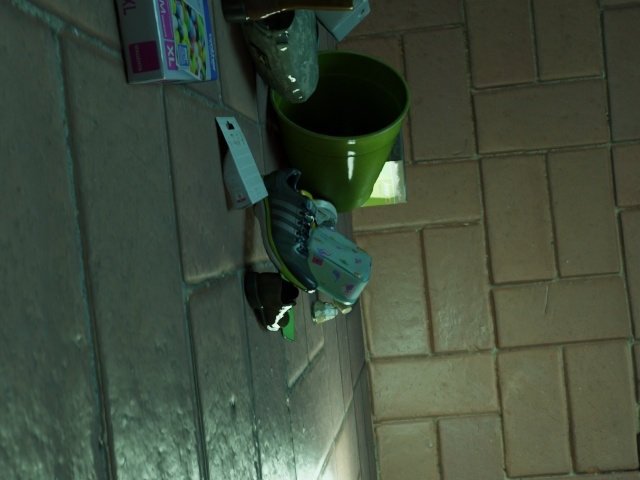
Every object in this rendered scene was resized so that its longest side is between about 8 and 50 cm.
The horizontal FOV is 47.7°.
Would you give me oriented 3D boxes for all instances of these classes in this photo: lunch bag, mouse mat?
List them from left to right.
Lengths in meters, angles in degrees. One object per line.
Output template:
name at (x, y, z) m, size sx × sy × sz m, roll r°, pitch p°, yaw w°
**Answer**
lunch bag at (-0.092, -0.491, 1.675) m, size 0.235 × 0.169 × 0.287 m, roll 73°, pitch 9°, yaw -58°
mouse mat at (-0.086, 0.160, 1.850) m, size 0.152 × 0.007 × 0.190 m, roll 57°, pitch 29°, yaw -72°
lunch bag at (0.026, 0.057, 2.007) m, size 0.108 × 0.224 × 0.279 m, roll -59°, pitch -176°, yaw 16°

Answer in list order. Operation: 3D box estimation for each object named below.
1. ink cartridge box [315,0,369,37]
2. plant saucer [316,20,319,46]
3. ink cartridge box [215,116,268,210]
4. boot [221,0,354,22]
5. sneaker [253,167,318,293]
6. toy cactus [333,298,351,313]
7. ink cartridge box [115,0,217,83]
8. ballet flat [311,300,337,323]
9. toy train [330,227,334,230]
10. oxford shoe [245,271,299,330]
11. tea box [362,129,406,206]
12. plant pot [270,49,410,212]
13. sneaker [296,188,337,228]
ink cartridge box at (-0.021, -0.688, 1.908) m, size 0.306 × 0.131 × 0.226 m, roll 47°, pitch 11°, yaw -2°
plant saucer at (-0.057, -0.483, 1.873) m, size 0.037 × 0.195 × 0.195 m, roll 22°, pitch 55°, yaw -39°
ink cartridge box at (-0.169, -0.155, 1.436) m, size 0.179 × 0.045 × 0.145 m, roll 65°, pitch 11°, yaw -6°
boot at (-0.069, -0.592, 1.498) m, size 0.096 × 0.280 × 0.264 m, roll 49°, pitch 37°, yaw -76°
sneaker at (-0.060, -0.031, 1.521) m, size 0.300 × 0.121 × 0.111 m, roll 68°, pitch 11°, yaw 21°
toy cactus at (0.058, 0.156, 2.383) m, size 0.180 × 0.112 × 0.219 m, roll 61°, pitch -1°, yaw 30°
ink cartridge box at (-0.219, -0.330, 1.081) m, size 0.311 × 0.065 × 0.186 m, roll -65°, pitch 149°, yaw -77°
ballet flat at (0.018, 0.224, 2.306) m, size 0.206 × 0.067 × 0.073 m, roll -6°, pitch 91°, yaw -81°
toy train at (0.000, 0.000, 2.196) m, size 0.080 × 0.105 × 0.184 m, roll 39°, pitch 46°, yaw -79°
oxford shoe at (-0.088, 0.136, 1.545) m, size 0.227 × 0.096 × 0.083 m, roll 72°, pitch 14°, yaw -63°
tea box at (0.134, -0.306, 2.565) m, size 0.220 × 0.323 × 0.329 m, roll 75°, pitch 13°, yaw -48°
plant pot at (0.048, -0.275, 2.016) m, size 0.353 × 0.366 × 0.366 m, roll 92°, pitch 0°, yaw -50°
sneaker at (-0.030, -0.066, 1.979) m, size 0.225 × 0.088 × 0.093 m, roll 19°, pitch 59°, yaw -53°
